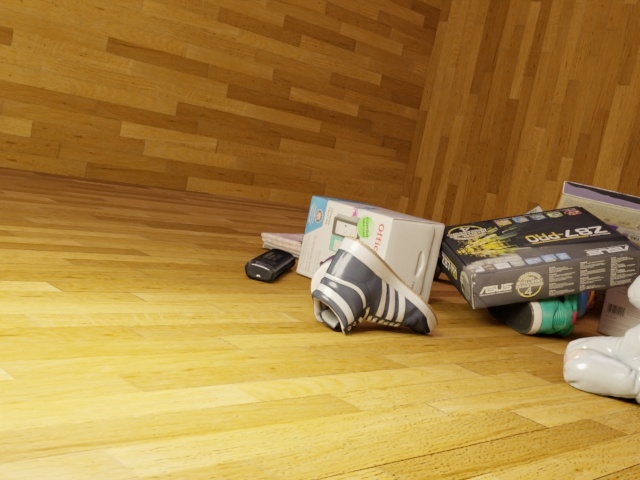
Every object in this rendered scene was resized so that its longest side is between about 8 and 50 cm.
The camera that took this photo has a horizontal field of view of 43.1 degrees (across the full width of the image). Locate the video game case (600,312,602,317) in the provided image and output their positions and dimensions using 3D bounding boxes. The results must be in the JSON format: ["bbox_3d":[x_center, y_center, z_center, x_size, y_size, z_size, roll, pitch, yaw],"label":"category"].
[{"bbox_3d":[0.925,0.239,2.250,0.212,0.023,0.193,8,8,-31],"label":"video game case"}]

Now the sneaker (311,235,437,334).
[{"bbox_3d":[0.095,0.130,1.497,0.282,0.153,0.099,44,-16,-33],"label":"sneaker"}]

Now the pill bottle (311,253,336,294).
[{"bbox_3d":[0.043,0.083,1.658,0.108,0.108,0.193,12,7,4],"label":"pill bottle"}]

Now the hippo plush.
[{"bbox_3d":[0.551,0.155,1.377,0.234,0.237,0.294,13,7,7],"label":"hippo plush"}]

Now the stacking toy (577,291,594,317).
[{"bbox_3d":[0.697,0.142,2.237,0.165,0.175,0.302,8,-9,36],"label":"stacking toy"}]

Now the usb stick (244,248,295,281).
[{"bbox_3d":[-0.114,0.056,1.892,0.077,0.045,0.278,19,7,6],"label":"usb stick"}]

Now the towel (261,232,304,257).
[{"bbox_3d":[0.045,0.036,2.311,0.331,0.053,0.317,16,9,35],"label":"towel"}]

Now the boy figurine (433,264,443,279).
[{"bbox_3d":[0.473,0.095,2.372,0.285,0.092,0.177,14,14,4],"label":"boy figurine"}]

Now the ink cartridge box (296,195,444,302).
[{"bbox_3d":[0.118,0.021,1.925,0.197,0.198,0.270,6,8,-45],"label":"ink cartridge box"}]

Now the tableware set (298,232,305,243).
[{"bbox_3d":[0.000,0.000,2.217,0.104,0.024,0.154,11,6,8],"label":"tableware set"}]

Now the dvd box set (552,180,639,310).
[{"bbox_3d":[0.790,0.032,2.322,0.307,0.420,0.062,13,47,9],"label":"dvd box set"}]

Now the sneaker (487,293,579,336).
[{"bbox_3d":[0.510,0.141,1.900,0.178,0.124,0.295,5,16,-13],"label":"sneaker"}]

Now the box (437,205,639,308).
[{"bbox_3d":[0.489,0.033,1.884,0.394,0.097,0.318,-8,23,-5],"label":"box"}]

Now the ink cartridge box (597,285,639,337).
[{"bbox_3d":[0.793,0.142,1.988,0.092,0.219,0.160,5,10,-44],"label":"ink cartridge box"}]

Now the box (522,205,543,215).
[{"bbox_3d":[0.530,0.039,2.172,0.232,0.058,0.322,-30,18,14],"label":"box"}]
